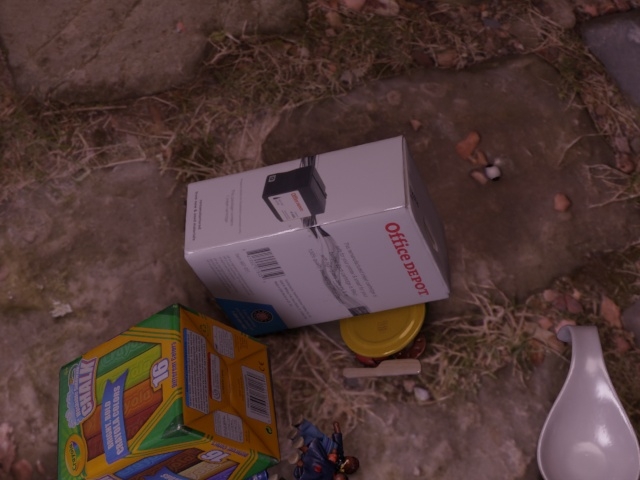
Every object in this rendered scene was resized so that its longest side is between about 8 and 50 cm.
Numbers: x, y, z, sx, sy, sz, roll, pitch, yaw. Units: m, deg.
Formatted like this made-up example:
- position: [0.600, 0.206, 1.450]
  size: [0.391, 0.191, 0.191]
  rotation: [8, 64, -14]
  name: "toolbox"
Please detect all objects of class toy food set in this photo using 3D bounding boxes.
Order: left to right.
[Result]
- position: [0.097, 0.115, 2.083]
  size: [0.128, 0.071, 0.218]
  rotation: [-13, 52, 20]
  name: "toy food set"

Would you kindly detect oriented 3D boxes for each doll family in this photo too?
- position: [-0.007, 0.315, 1.927]
  size: [0.111, 0.076, 0.193]
  rotation: [34, 66, -18]
  name: "doll family"

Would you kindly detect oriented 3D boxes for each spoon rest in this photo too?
- position: [0.353, 0.226, 1.993]
  size: [0.137, 0.084, 0.276]
  rotation: [1, 56, 1]
  name: "spoon rest"

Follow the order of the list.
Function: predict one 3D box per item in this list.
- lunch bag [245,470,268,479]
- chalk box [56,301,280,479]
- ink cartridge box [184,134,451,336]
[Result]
- position: [-0.103, 0.293, 1.961]
  size: [0.065, 0.067, 0.098]
  rotation: [-17, 57, -11]
  name: "lunch bag"
- position: [-0.219, 0.234, 1.899]
  size: [0.289, 0.179, 0.180]
  rotation: [-30, 51, 30]
  name: "chalk box"
- position: [0.000, 0.000, 2.008]
  size: [0.307, 0.223, 0.129]
  rotation: [-12, 52, 15]
  name: "ink cartridge box"
